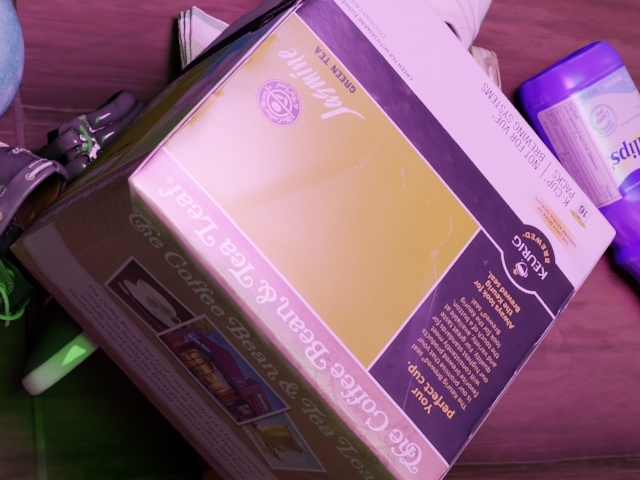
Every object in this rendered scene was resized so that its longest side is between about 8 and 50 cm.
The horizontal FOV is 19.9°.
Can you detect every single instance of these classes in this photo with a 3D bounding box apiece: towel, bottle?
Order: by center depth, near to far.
[{"bbox_3d":[-0.076,-0.140,1.665,0.113,0.023,0.152,20,42,-29],"label":"towel"},{"bbox_3d":[0.313,-0.061,1.887,0.118,0.092,0.283,-30,94,-36],"label":"bottle"}]

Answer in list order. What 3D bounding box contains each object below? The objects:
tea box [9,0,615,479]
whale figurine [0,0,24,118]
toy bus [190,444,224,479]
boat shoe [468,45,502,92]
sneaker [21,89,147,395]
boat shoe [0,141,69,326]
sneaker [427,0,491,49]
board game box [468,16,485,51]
[{"bbox_3d":[0.000,0.000,1.455,0.329,0.220,0.323,49,55,-12],"label":"tea box"},{"bbox_3d":[-0.350,-0.127,1.447,0.216,0.141,0.272,51,56,-11],"label":"whale figurine"},{"bbox_3d":[-0.031,0.114,1.604,0.130,0.108,0.332,11,70,-30],"label":"toy bus"},{"bbox_3d":[0.167,-0.124,1.836,0.048,0.056,0.153,5,64,-35],"label":"boat shoe"},{"bbox_3d":[-0.202,-0.008,1.538,0.147,0.104,0.295,43,52,-13],"label":"sneaker"},{"bbox_3d":[-0.271,0.036,1.456,0.079,0.084,0.233,18,83,15],"label":"boat shoe"},{"bbox_3d":[0.058,-0.264,1.653,0.305,0.114,0.152,31,70,-39],"label":"sneaker"},{"bbox_3d":[0.071,-0.341,1.775,0.317,0.046,0.213,42,64,-36],"label":"board game box"}]
